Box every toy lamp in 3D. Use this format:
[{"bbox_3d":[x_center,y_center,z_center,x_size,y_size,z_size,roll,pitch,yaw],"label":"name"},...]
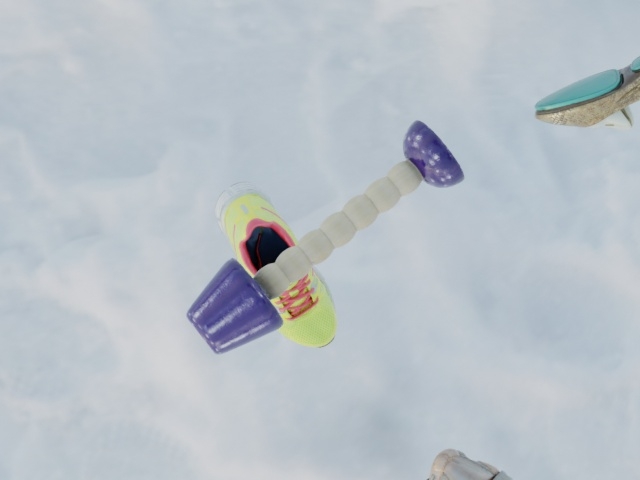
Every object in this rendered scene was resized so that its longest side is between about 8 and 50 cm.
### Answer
[{"bbox_3d":[0.000,0.000,1.662,0.275,0.080,0.080,-40,85,-7],"label":"toy lamp"}]

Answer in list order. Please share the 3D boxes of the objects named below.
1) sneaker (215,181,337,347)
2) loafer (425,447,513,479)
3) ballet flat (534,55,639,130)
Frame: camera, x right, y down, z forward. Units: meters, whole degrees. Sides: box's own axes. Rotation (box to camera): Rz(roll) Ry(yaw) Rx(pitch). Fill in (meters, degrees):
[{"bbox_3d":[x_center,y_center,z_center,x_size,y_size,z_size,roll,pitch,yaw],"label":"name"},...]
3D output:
[{"bbox_3d":[-0.042,0.040,1.970,0.081,0.094,0.208,-35,116,-3],"label":"sneaker"},{"bbox_3d":[0.070,0.131,0.964,0.039,0.125,0.045,40,74,7],"label":"loafer"},{"bbox_3d":[0.317,-0.149,1.876,0.206,0.073,0.067,-24,109,24],"label":"ballet flat"}]
